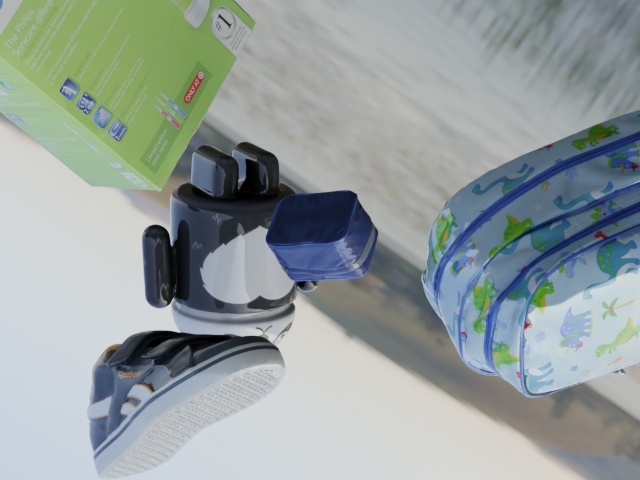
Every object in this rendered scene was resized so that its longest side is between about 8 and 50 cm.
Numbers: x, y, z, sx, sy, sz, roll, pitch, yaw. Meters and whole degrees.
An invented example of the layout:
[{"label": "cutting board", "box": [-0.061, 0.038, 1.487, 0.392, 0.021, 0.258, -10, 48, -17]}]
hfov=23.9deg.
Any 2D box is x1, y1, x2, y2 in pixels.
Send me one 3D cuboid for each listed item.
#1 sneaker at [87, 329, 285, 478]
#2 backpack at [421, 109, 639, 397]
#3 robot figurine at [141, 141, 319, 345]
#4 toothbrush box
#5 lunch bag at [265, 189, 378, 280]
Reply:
[{"label": "sneaker", "box": [-0.163, 0.148, 1.627, 0.126, 0.321, 0.127, 1, -116, -41]}, {"label": "backpack", "box": [0.287, 0.014, 1.637, 0.290, 0.355, 0.273, 89, 172, -47]}, {"label": "robot figurine", "box": [-0.111, 0.016, 1.980, 0.209, 0.278, 0.173, 5, -164, 11]}, {"label": "toothbrush box", "box": [-0.227, -0.208, 1.412, 0.122, 0.206, 0.283, 6, 153, 46]}, {"label": "lunch bag", "box": [0.000, 0.000, 1.396, 0.098, 0.067, 0.065, -2, 140, 29]}]
